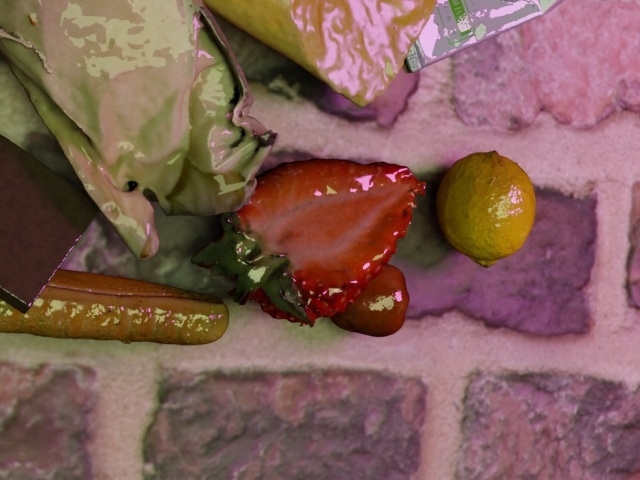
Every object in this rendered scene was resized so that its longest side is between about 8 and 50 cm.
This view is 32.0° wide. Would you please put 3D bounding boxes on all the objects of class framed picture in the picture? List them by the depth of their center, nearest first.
[{"bbox_3d":[-0.300,-0.032,1.000,0.168,0.023,0.128,36,54,-11],"label":"framed picture"}]

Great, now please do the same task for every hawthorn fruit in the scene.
[{"bbox_3d":[0.045,0.063,1.184,0.093,0.081,0.081,4,93,-15],"label":"hawthorn fruit"}]

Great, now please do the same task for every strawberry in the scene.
[{"bbox_3d":[-0.008,-0.013,1.145,0.174,0.098,0.228,38,56,10],"label":"strawberry"}]

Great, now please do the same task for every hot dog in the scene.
[{"bbox_3d":[-0.223,0.064,1.059,0.285,0.088,0.061,9,98,-22],"label":"hot dog"}]

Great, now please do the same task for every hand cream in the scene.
[{"bbox_3d":[0.203,-0.279,1.249,0.275,0.050,0.079,-25,78,-16],"label":"hand cream"}]

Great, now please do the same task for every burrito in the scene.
[{"bbox_3d":[-0.187,-0.159,1.025,0.190,0.135,0.332,-36,111,-10],"label":"burrito"}]

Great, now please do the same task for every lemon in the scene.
[{"bbox_3d":[0.181,-0.035,1.221,0.109,0.109,0.133,-4,105,-24],"label":"lemon"}]

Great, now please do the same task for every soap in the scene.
[{"bbox_3d":[-0.033,-0.351,1.086,0.427,0.115,0.306,34,81,-20],"label":"soap"}]
